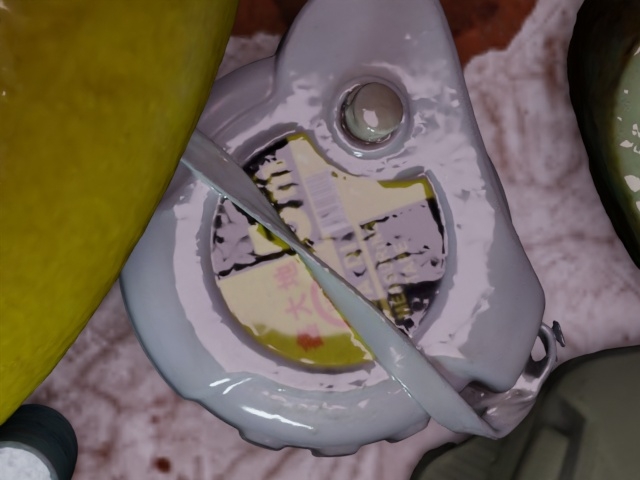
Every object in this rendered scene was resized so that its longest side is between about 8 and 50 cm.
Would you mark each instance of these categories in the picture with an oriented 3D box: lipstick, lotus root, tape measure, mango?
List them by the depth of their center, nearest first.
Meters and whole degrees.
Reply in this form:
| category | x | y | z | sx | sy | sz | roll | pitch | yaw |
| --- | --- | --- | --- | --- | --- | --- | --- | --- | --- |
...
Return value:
| category | x | y | z | sx | sy | sz | roll | pitch | yaw |
| --- | --- | --- | --- | --- | --- | --- | --- | --- | --- |
| mango | -0.208 | -0.052 | 0.806 | 0.301 | 0.220 | 0.445 | 31 | 86 | 34 |
| lipstick | -0.139 | 0.107 | 0.868 | 0.048 | 0.158 | 0.048 | 0 | 91 | -5 |
| tape measure | 0.000 | 0.000 | 0.897 | 0.197 | 0.120 | 0.236 | -19 | 87 | -9 |
| lotus root | 0.201 | -0.042 | 0.904 | 0.138 | 0.119 | 0.234 | -23 | 103 | 8 |

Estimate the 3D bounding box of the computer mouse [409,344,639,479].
| category | x | y | z | sx | sy | sz | roll | pitch | yaw |
| --- | --- | --- | --- | --- | --- | --- | --- | --- | --- |
| computer mouse | 0.125 | 0.252 | 0.905 | 0.228 | 0.145 | 0.428 | 20 | 90 | -8 |
